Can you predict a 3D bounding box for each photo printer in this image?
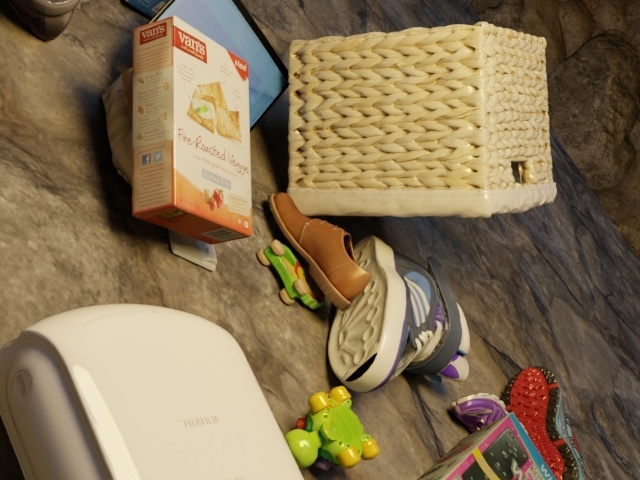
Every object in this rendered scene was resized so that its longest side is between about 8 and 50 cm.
[{"bbox_3d":[-0.131,0.194,0.903,0.256,0.107,0.308,6,52,-57],"label":"photo printer"}]

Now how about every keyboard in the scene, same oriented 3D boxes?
[{"bbox_3d":[-0.180,-0.072,1.349,0.072,0.014,0.256,23,38,-39],"label":"keyboard"}]

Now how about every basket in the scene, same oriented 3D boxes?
[{"bbox_3d":[0.153,-0.171,1.579,0.328,0.331,0.267,-10,98,-61],"label":"basket"}]

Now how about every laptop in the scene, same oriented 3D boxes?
[{"bbox_3d":[-0.125,-0.198,1.389,0.234,0.136,0.264,52,13,-38],"label":"laptop"}]

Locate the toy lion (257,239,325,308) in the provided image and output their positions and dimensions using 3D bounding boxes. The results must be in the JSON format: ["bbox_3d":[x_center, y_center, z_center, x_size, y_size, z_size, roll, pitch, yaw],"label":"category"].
[{"bbox_3d":[-0.033,0.048,1.425,0.100,0.034,0.096,59,19,13],"label":"toy lion"}]

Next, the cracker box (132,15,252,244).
[{"bbox_3d":[-0.149,-0.126,1.236,0.155,0.067,0.232,23,60,-57],"label":"cracker box"}]

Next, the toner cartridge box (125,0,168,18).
[{"bbox_3d":[-0.256,-0.486,1.636,0.165,0.075,0.348,23,42,-51],"label":"toner cartridge box"}]

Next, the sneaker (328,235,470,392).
[{"bbox_3d":[0.136,0.144,1.465,0.236,0.130,0.323,39,23,-19],"label":"sneaker"}]

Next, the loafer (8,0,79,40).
[{"bbox_3d":[-0.405,-0.376,1.293,0.109,0.095,0.302,-29,77,-34],"label":"loafer"}]

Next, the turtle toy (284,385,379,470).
[{"bbox_3d":[0.005,0.228,1.213,0.130,0.066,0.095,-2,59,-59],"label":"turtle toy"}]

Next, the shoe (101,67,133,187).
[{"bbox_3d":[-0.224,-0.112,1.283,0.076,0.058,0.219,50,20,-59],"label":"shoe"}]

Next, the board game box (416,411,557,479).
[{"bbox_3d":[0.235,0.378,1.379,0.224,0.097,0.303,57,25,8],"label":"board game box"}]

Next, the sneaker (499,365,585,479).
[{"bbox_3d":[0.363,0.327,1.691,0.125,0.104,0.262,54,23,-41],"label":"sneaker"}]

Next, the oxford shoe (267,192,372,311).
[{"bbox_3d":[0.000,0.000,1.457,0.212,0.076,0.076,52,7,29],"label":"oxford shoe"}]

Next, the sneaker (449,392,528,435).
[{"bbox_3d":[0.261,0.287,1.573,0.170,0.068,0.071,39,34,-28],"label":"sneaker"}]
